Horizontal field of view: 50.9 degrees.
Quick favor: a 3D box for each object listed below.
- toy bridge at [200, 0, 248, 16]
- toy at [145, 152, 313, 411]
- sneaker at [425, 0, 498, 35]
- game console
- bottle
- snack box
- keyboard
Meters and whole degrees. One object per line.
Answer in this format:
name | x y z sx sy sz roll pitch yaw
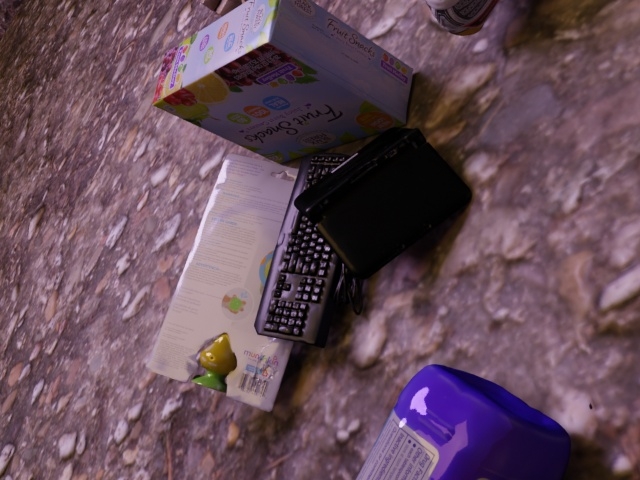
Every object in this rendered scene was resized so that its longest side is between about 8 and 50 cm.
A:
toy bridge | -0.136 -0.377 1.053 0.063 0.026 0.188 -56 37 9
toy | -0.068 0.039 0.681 0.136 0.056 0.237 15 73 17
sneaker | 0.157 -0.276 0.587 0.088 0.093 0.225 29 75 36
game console | 0.050 -0.037 0.593 0.122 0.071 0.107 -36 16 -4
bottle | 0.045 0.218 0.410 0.092 0.118 0.283 30 95 44
snack box | -0.041 -0.155 0.683 0.207 0.174 0.070 -7 68 48
keyboard | 0.000 0.000 0.625 0.100 0.038 0.192 7 71 22
